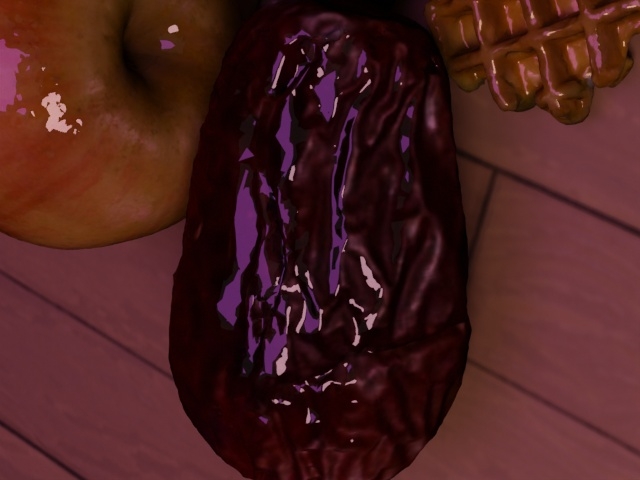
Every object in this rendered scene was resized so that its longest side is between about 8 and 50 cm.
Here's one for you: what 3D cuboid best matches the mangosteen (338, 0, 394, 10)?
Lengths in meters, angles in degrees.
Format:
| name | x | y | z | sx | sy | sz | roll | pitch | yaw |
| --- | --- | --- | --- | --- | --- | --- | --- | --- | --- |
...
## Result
| name | x | y | z | sx | sy | sz | roll | pitch | yaw |
| --- | --- | --- | --- | --- | --- | --- | --- | --- | --- |
| mangosteen | 0.023 | -0.189 | 1.168 | 0.081 | 0.081 | 0.081 | 7 | 101 | 38 |

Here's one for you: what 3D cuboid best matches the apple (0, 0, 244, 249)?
| name | x | y | z | sx | sy | sz | roll | pitch | yaw |
| --- | --- | --- | --- | --- | --- | --- | --- | --- | --- |
| apple | -0.189 | -0.130 | 1.229 | 0.233 | 0.286 | 0.286 | -10 | 90 | 46 |

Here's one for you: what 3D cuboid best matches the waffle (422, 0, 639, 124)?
| name | x | y | z | sx | sy | sz | roll | pitch | yaw |
| --- | --- | --- | --- | --- | --- | --- | --- | --- | --- |
| waffle | 0.162 | -0.189 | 1.069 | 0.229 | 0.057 | 0.219 | -15 | 88 | 38 |

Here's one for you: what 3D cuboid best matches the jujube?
| name | x | y | z | sx | sy | sz | roll | pitch | yaw |
| --- | --- | --- | --- | --- | --- | --- | --- | --- | --- |
| jujube | 0.000 | 0.000 | 1.128 | 0.216 | 0.216 | 0.342 | 17 | 113 | 36 |
